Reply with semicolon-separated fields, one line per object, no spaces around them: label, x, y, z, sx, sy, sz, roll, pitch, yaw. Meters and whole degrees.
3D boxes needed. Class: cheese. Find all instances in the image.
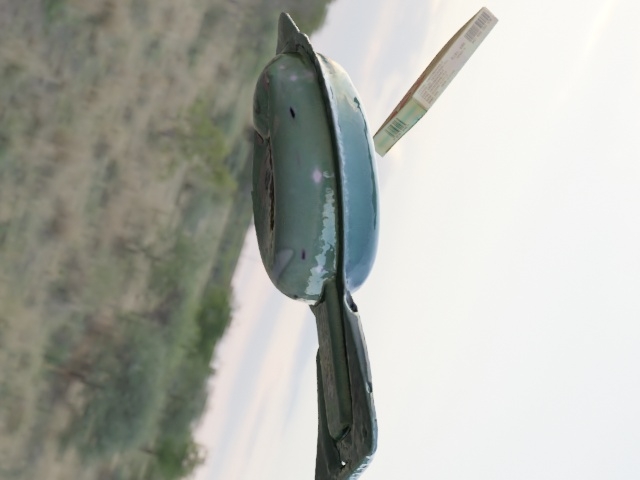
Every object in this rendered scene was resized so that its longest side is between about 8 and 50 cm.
cheese;0.000;0.000;0.334;0.067;0.026;0.121;112;-28;-65

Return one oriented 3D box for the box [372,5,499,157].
box;0.065;-0.093;0.789;0.093;0.015;0.058;-52;-176;-35
